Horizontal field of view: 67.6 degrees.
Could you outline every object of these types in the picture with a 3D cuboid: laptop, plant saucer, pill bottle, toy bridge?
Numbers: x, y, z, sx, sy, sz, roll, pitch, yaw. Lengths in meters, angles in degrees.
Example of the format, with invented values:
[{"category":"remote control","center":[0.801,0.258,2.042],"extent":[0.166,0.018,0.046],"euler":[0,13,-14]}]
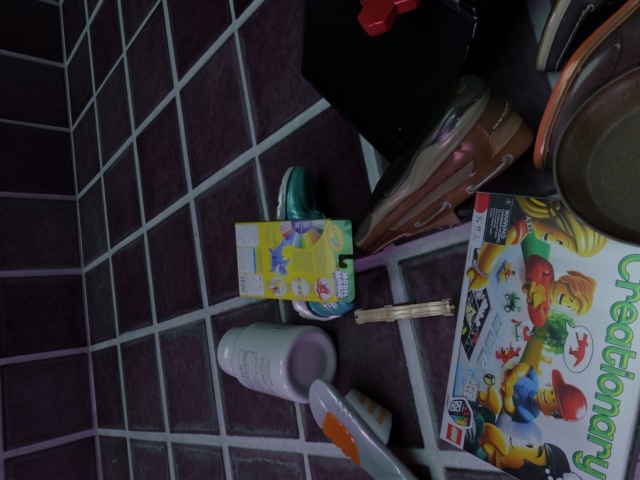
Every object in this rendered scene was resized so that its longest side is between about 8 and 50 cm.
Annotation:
[{"category":"laptop","center":[0.159,-0.368,0.704],"extent":[0.408,0.236,0.382],"euler":[-42,57,6]},{"category":"plant saucer","center":[0.311,-0.074,0.410],"extent":[0.199,0.036,0.198],"euler":[-22,51,30]},{"category":"pill bottle","center":[-0.090,0.218,0.890],"extent":[0.229,0.131,0.131],"euler":[-6,86,47]},{"category":"toy bridge","center":[0.120,0.106,0.714],"extent":[0.188,0.063,0.026],"euler":[-16,78,47]}]

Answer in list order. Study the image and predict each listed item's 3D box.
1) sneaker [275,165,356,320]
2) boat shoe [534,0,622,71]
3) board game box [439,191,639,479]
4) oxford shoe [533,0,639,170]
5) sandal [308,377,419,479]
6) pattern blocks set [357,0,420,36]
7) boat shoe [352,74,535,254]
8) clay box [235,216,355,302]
[{"category":"sneaker","center":[0.000,0.000,0.836],"extent":[0.110,0.107,0.275],"euler":[-14,87,32]},{"category":"boat shoe","center":[0.297,-0.279,0.496],"extent":[0.073,0.080,0.223],"euler":[23,129,15]},{"category":"board game box","center":[0.243,0.108,0.513],"extent":[0.193,0.053,0.305],"euler":[13,99,46]},{"category":"oxford shoe","center":[0.320,-0.177,0.478],"extent":[0.098,0.097,0.271],"euler":[44,121,30]},{"category":"sandal","center":[0.089,0.313,0.750],"extent":[0.265,0.076,0.102],"euler":[45,139,13]},{"category":"pattern blocks set","center":[0.119,-0.414,0.586],"extent":[0.325,0.026,0.285],"euler":[-41,57,7]},{"category":"boat shoe","center":[0.145,-0.062,0.634],"extent":[0.122,0.120,0.324],"euler":[-63,5,-34]},{"category":"clay box","center":[-0.036,0.029,0.764],"extent":[0.222,0.053,0.127],"euler":[0,95,32]}]
